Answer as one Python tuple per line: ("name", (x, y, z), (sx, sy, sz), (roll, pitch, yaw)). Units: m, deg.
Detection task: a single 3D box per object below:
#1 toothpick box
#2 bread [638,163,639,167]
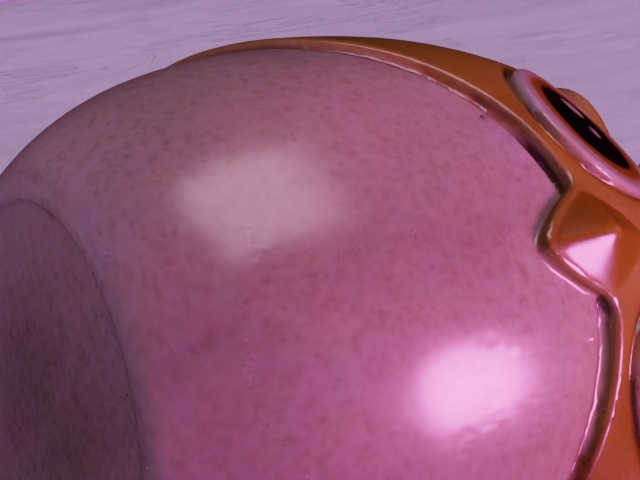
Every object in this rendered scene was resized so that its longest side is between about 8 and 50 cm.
("toothpick box", (0.027, 0.072, 0.992), (0.425, 0.409, 0.409), (-8, 23, -32))
("bread", (0.443, -0.018, 1.618), (0.139, 0.077, 0.271), (-11, 26, -31))
